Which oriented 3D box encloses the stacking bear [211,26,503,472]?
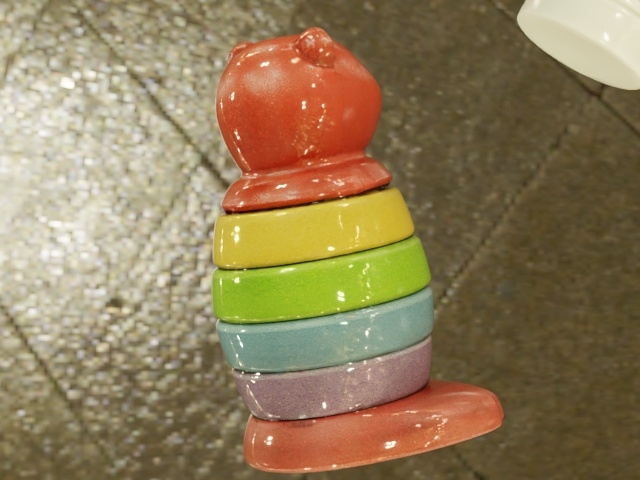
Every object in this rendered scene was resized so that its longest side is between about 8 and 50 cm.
[{"bbox_3d":[0.000,0.000,1.080,0.175,0.164,0.289,-3,98,57],"label":"stacking bear"}]

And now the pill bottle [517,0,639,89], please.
[{"bbox_3d":[0.201,-0.198,0.894,0.117,0.117,0.215,27,85,37],"label":"pill bottle"}]
